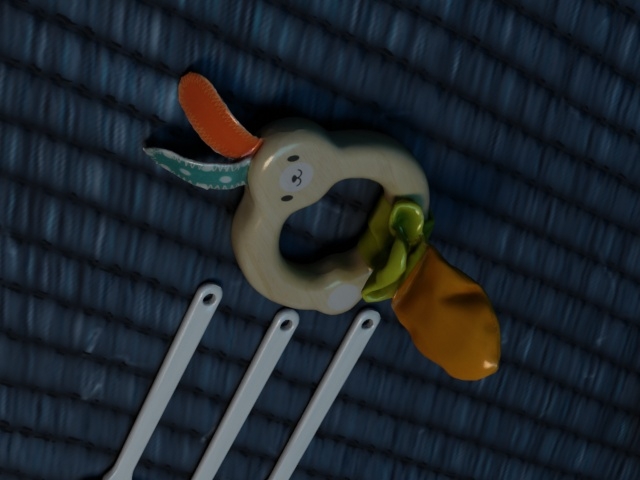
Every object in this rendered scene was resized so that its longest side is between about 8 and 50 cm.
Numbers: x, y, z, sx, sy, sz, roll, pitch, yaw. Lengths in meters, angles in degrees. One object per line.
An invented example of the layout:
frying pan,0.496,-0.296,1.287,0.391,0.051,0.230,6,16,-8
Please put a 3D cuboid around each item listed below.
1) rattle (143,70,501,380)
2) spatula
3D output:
rattle,0.000,0.000,1.060,0.130,0.143,0.199,-26,141,17
spatula,-0.068,0.135,1.202,0.168,0.019,0.242,12,118,-33
